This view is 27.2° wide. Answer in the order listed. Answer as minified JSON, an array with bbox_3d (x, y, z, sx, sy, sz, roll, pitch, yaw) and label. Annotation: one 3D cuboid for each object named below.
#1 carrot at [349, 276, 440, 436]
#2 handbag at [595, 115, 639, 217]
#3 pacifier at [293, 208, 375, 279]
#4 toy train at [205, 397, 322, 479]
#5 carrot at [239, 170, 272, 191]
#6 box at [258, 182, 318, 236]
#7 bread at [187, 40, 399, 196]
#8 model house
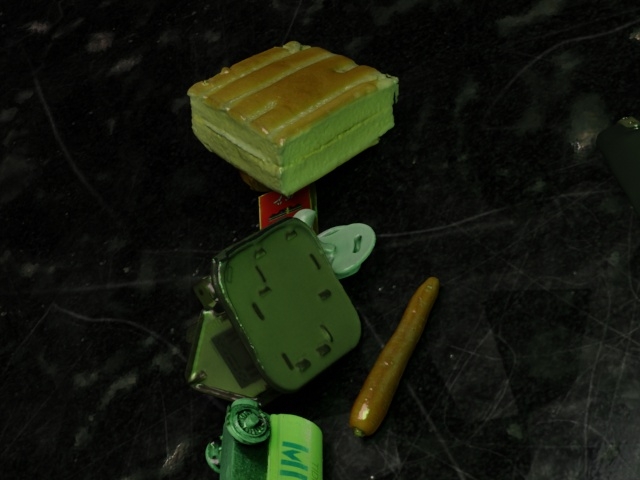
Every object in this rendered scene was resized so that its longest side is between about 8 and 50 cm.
[{"bbox_3d":[0.099,0.146,1.700,0.043,0.043,0.247,5,54,38],"label":"carrot"},{"bbox_3d":[0.502,-0.135,1.598,0.342,0.152,0.288,-34,30,-1],"label":"handbag"},{"bbox_3d":[0.000,0.000,1.846,0.150,0.116,0.126,-16,31,27],"label":"pacifier"},{"bbox_3d":[-0.060,0.307,1.597,0.253,0.157,0.105,-91,25,-45],"label":"toy train"},{"bbox_3d":[-0.118,-0.165,2.112,0.070,0.070,0.260,-32,41,6],"label":"carrot"},{"bbox_3d":[-0.048,-0.030,1.977,0.090,0.023,0.133,-20,44,17],"label":"box"},{"bbox_3d":[-0.042,-0.201,2.005,0.246,0.111,0.239,-30,44,-29],"label":"bread"},{"bbox_3d":[-0.126,0.127,1.777,0.279,0.204,0.218,-28,1,38],"label":"model house"}]
